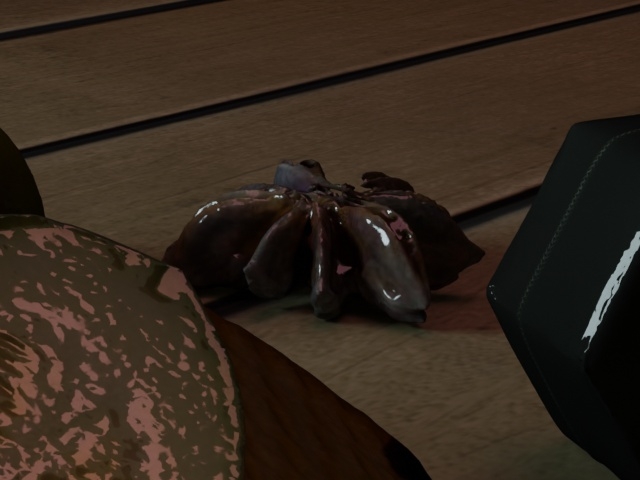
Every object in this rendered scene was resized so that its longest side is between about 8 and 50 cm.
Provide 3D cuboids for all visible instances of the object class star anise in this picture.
[{"bbox_3d":[0.000,0.000,1.469,0.236,0.093,0.229,-5,23,-10],"label":"star anise"}]

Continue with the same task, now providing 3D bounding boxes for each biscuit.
[{"bbox_3d":[-0.056,0.101,0.956,0.318,0.040,0.318,30,13,-8],"label":"biscuit"}]

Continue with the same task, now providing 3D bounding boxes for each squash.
[{"bbox_3d":[-0.125,0.108,0.705,0.189,0.260,0.189,21,-9,3],"label":"squash"}]

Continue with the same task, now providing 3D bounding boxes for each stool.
[{"bbox_3d":[0.221,0.033,1.145,0.232,0.232,0.141,-5,20,-23],"label":"stool"}]

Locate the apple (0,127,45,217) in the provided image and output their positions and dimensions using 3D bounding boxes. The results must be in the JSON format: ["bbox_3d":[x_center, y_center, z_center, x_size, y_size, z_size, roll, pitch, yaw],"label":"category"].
[{"bbox_3d":[-0.287,-0.017,1.366,0.196,0.156,0.196,5,8,-1],"label":"apple"}]
